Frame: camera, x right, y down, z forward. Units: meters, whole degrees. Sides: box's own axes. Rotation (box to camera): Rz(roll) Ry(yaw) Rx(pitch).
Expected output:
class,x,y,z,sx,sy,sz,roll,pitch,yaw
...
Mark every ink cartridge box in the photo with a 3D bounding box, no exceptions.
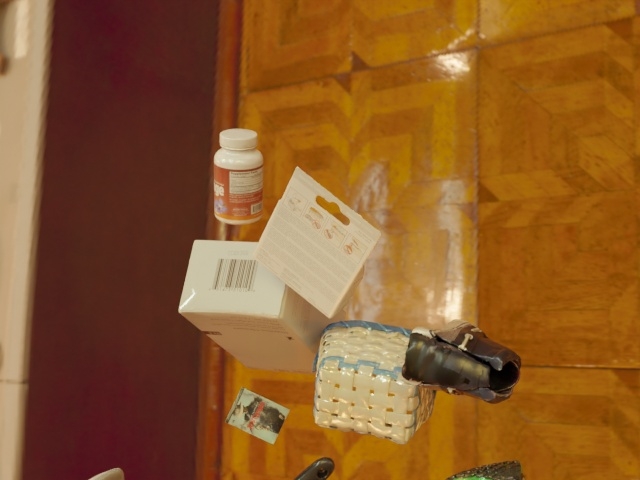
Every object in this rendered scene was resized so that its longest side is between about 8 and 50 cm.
class,x,y,z,sx,sy,sz,roll,pitch,yaw
ink cartridge box,0.000,0.000,1.520,0.181,0.056,0.225,38,131,11

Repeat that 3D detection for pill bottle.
class,x,y,z,sx,sy,sz,roll,pitch,yaw
pill bottle,-0.201,-0.158,2.245,0.121,0.121,0.216,21,119,38

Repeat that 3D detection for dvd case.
class,x,y,z,sx,sy,sz,roll,pitch,yaw
dvd case,-0.139,0.386,2.021,0.119,0.013,0.087,26,85,-1

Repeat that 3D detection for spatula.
class,x,y,z,sx,sy,sz,roll,pitch,yaw
spatula,-0.089,0.373,1.134,0.296,0.084,0.030,-48,26,5

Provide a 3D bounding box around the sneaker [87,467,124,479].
class,x,y,z,sx,sy,sz,roll,pitch,yaw
sneaker,-0.282,0.411,1.307,0.210,0.365,0.137,-38,71,34

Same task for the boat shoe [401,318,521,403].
class,x,y,z,sx,sy,sz,roll,pitch,yaw
boat shoe,0.257,0.208,1.502,0.158,0.340,0.127,15,95,24

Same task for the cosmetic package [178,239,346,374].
class,x,y,z,sx,sy,sz,roll,pitch,yaw
cosmetic package,-0.104,0.143,1.841,0.217,0.385,0.156,2,65,20

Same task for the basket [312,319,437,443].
class,x,y,z,sx,sy,sz,roll,pitch,yaw
basket,0.102,0.244,1.722,0.254,0.289,0.201,10,115,14

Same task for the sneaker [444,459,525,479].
class,x,y,z,sx,sy,sz,roll,pitch,yaw
sneaker,0.297,0.517,1.721,0.344,0.134,0.146,113,142,-51
